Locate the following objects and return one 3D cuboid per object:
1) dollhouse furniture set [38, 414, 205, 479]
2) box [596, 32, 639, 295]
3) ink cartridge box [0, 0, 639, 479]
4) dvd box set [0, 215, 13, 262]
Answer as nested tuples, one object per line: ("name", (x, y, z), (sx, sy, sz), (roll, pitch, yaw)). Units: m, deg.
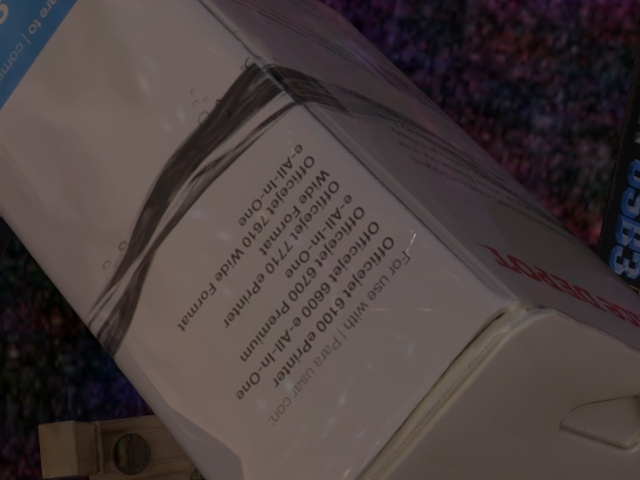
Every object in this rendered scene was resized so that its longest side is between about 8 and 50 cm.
("dollhouse furniture set", (-0.131, 0.218, 1.348), (0.101, 0.182, 0.160), (-9, 82, 13))
("box", (0.249, 0.016, 1.307), (0.073, 0.293, 0.295), (10, 71, 13))
("ink cartridge box", (0.000, 0.000, 0.719), (0.307, 0.129, 0.223), (47, 14, 35))
("dvd box set", (-0.428, -0.083, 1.300), (0.420, 0.062, 0.307), (17, 66, 2))
